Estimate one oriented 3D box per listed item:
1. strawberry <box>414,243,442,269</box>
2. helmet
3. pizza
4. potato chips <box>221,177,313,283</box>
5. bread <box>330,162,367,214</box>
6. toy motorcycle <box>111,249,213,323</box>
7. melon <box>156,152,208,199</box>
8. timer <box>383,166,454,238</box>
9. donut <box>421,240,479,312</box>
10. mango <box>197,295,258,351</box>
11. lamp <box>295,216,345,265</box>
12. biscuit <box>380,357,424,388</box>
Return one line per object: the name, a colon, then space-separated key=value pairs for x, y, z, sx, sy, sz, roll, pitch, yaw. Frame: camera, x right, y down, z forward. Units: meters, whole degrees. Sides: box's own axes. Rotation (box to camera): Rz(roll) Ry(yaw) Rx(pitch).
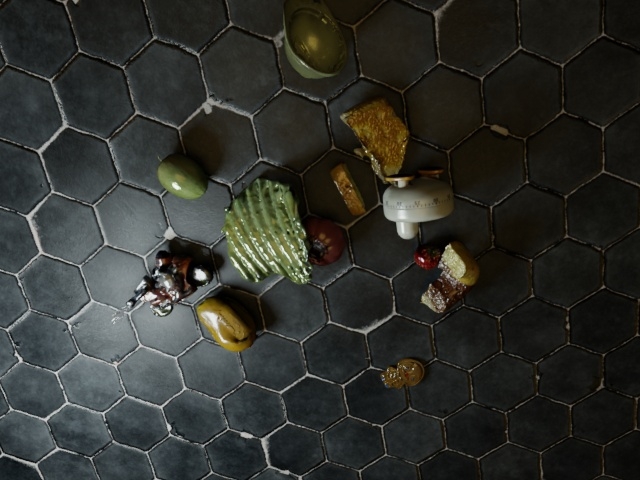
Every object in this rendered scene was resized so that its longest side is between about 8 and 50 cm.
strawberry: x=0.381 y=0.061 z=1.704 sx=0.106 sy=0.106 sz=0.106 roll=1 pitch=108 yaw=2
helmet: x=-0.039 y=-0.601 z=1.479 sx=0.204 sy=0.137 sz=0.258 roll=-21 pitch=91 yaw=-29
pizza: x=0.201 y=-0.329 z=1.593 sx=0.189 sy=0.071 sz=0.297 roll=-34 pitch=108 yaw=0
potato chips: x=-0.178 y=-0.020 z=1.661 sx=0.373 sy=0.097 sz=0.390 roll=2 pitch=108 yaw=32
bread: x=0.095 y=-0.174 z=1.630 sx=0.065 sy=0.103 sz=0.187 roll=-29 pitch=107 yaw=10
toy motorcycle: x=-0.593 y=0.175 z=1.754 sx=0.401 sy=0.134 sz=0.207 roll=-37 pitch=103 yaw=11
melon: x=-0.469 y=-0.219 z=1.616 sx=0.192 sy=0.139 sz=0.139 roll=37 pitch=106 yaw=-14
timer: x=0.321 y=-0.108 z=1.578 sx=0.233 sy=0.233 sz=0.240 roll=-7 pitch=105 yaw=4
donut: x=0.481 y=0.139 z=1.693 sx=0.151 sy=0.112 sz=0.295 roll=-7 pitch=135 yaw=-27
mango: x=-0.349 y=0.310 z=1.784 sx=0.248 sy=0.156 sz=0.151 roll=40 pitch=141 yaw=-10
lamp: x=0.000 y=0.000 z=1.679 sx=0.181 sy=0.140 sz=0.182 roll=9 pitch=120 yaw=16
biscuit: x=0.327 y=0.531 z=1.894 sx=0.175 sy=0.026 sz=0.124 roll=-25 pitch=105 yaw=10
